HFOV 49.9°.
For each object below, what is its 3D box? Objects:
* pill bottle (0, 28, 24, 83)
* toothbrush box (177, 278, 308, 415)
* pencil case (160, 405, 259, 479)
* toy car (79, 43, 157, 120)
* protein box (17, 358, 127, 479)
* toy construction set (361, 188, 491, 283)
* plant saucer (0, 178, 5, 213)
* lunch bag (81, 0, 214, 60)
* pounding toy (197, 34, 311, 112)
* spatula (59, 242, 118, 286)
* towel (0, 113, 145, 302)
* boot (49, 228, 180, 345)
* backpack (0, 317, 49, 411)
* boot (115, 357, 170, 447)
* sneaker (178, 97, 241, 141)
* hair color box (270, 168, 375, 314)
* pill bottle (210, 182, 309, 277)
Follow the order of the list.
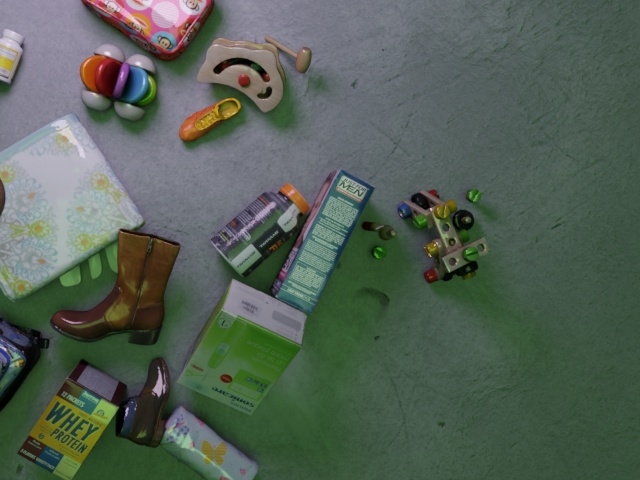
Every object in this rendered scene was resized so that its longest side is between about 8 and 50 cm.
[{"bbox_3d":[-0.741,-0.433,1.617,0.065,0.065,0.116,22,88,-11],"label":"pill bottle"},{"bbox_3d":[-0.189,0.261,1.653,0.206,0.122,0.283,28,124,-11],"label":"toothbrush box"},{"bbox_3d":[-0.285,0.532,1.719,0.273,0.124,0.113,41,59,-11],"label":"pencil case"},{"bbox_3d":[-0.480,-0.379,1.631,0.182,0.136,0.159,17,89,-11],"label":"toy car"},{"bbox_3d":[-0.574,0.415,1.615,0.136,0.201,0.199,34,86,-10],"label":"protein box"},{"bbox_3d":[0.280,-0.011,1.737,0.309,0.237,0.257,2,92,-10],"label":"toy construction set"},{"bbox_3d":[-0.805,-0.101,1.556,0.169,0.029,0.168,0,89,-6],"label":"plant saucer"},{"bbox_3d":[-0.405,-0.607,1.644,0.293,0.120,0.258,35,86,-10],"label":"lunch bag"},{"bbox_3d":[-0.162,-0.423,1.724,0.270,0.155,0.154,7,120,-2],"label":"pounding toy"},{"bbox_3d":[-0.579,-0.020,1.689,0.168,0.019,0.242,-12,95,-9],"label":"spatula"},{"bbox_3d":[-0.657,-0.076,1.628,0.374,0.090,0.320,-33,93,-5],"label":"towel"},{"bbox_3d":[-0.486,0.108,1.625,0.264,0.096,0.280,11,111,-12],"label":"boot"},{"bbox_3d":[-0.822,0.276,1.570,0.263,0.213,0.276,36,89,1],"label":"backpack"},{"bbox_3d":[-0.429,0.381,1.656,0.106,0.082,0.219,22,53,-39],"label":"boot"},{"bbox_3d":[-0.278,-0.306,1.708,0.175,0.067,0.064,-35,100,-6],"label":"sneaker"},{"bbox_3d":[0.000,0.000,1.718,0.105,0.174,0.347,28,87,-9],"label":"hair color box"},{"bbox_3d":[-0.143,-0.033,1.712,0.246,0.130,0.130,-42,99,-6],"label":"pill bottle"}]
